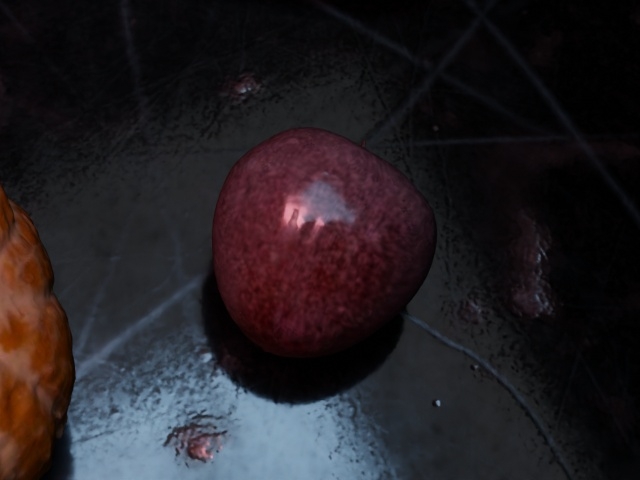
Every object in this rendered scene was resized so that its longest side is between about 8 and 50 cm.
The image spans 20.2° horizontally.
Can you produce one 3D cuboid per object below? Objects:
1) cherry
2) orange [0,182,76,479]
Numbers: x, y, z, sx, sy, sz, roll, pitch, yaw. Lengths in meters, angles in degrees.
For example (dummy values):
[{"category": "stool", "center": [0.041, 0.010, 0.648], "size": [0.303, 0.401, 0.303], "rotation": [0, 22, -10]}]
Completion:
[{"category": "cherry", "center": [-0.004, 0.000, 1.353], "size": [0.176, 0.140, 0.176], "rotation": [3, 78, -13]}, {"category": "orange", "center": [-0.320, 0.072, 1.188], "size": [0.329, 0.249, 0.329], "rotation": [28, 53, -45]}]
